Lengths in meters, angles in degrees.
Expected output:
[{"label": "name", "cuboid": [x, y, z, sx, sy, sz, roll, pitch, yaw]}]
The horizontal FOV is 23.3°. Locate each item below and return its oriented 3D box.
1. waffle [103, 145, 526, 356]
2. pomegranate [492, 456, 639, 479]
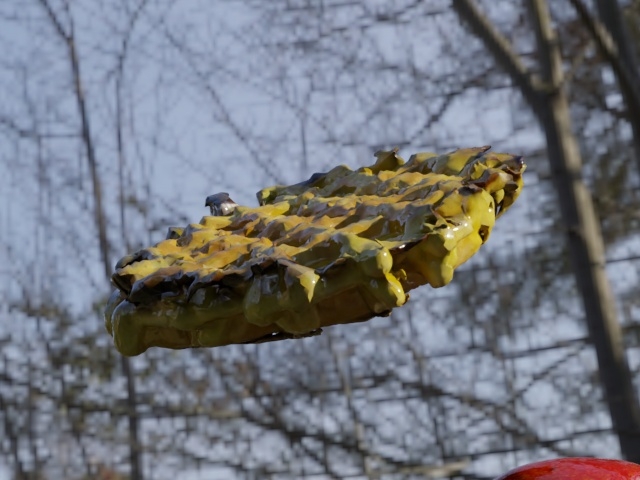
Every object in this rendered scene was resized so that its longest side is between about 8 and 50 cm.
[{"label": "waffle", "cuboid": [0.000, 0.000, 1.444, 0.380, 0.095, 0.382, -11, 16, 29]}, {"label": "pomegranate", "cuboid": [0.198, 0.290, 1.234, 0.221, 0.221, 0.256, 8, -45, -31]}]
